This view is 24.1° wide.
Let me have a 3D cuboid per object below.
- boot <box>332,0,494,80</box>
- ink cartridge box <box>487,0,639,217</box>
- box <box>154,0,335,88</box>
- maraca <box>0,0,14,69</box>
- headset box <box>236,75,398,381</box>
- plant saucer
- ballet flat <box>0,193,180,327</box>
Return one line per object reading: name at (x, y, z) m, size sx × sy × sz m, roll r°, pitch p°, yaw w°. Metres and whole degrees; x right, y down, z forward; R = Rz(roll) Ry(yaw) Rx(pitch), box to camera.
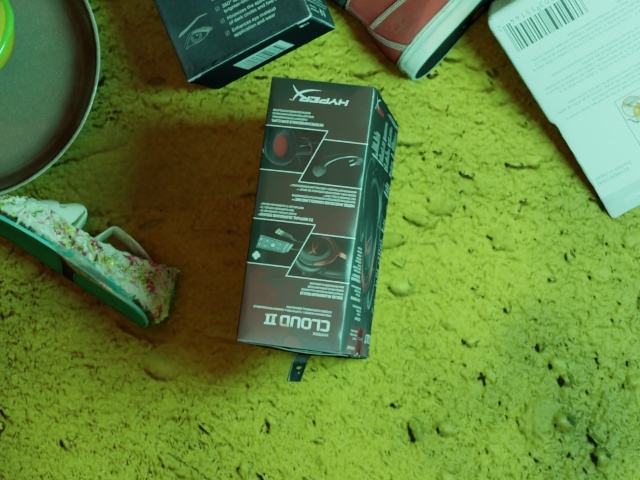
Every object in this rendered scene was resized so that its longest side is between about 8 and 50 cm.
boot at (0.124, -0.317, 1.609) m, size 0.244 × 0.088 × 0.176 m, roll -45°, pitch 80°, yaw 5°
ink cartridge box at (0.363, -0.202, 1.538) m, size 0.296 × 0.066 × 0.261 m, roll -28°, pitch 107°, yaw 20°
box at (-0.091, -0.269, 1.614) m, size 0.156 × 0.093 × 0.158 m, roll -25°, pitch 83°, yaw 17°
maraca at (-0.404, -0.227, 1.619) m, size 0.186 × 0.099 × 0.127 m, roll 21°, pitch 76°, yaw 34°
headset box at (0.000, 0.000, 1.528) m, size 0.110 × 0.218 × 0.293 m, roll 7°, pitch 86°, yaw 9°
plant saucer at (-0.393, -0.195, 1.684) m, size 0.310 × 0.050 × 0.310 m, roll -1°, pitch 86°, yaw 8°
ballet flat at (-0.259, 0.008, 1.640) m, size 0.241 × 0.091 × 0.077 m, roll 33°, pitch 67°, yaw 4°
